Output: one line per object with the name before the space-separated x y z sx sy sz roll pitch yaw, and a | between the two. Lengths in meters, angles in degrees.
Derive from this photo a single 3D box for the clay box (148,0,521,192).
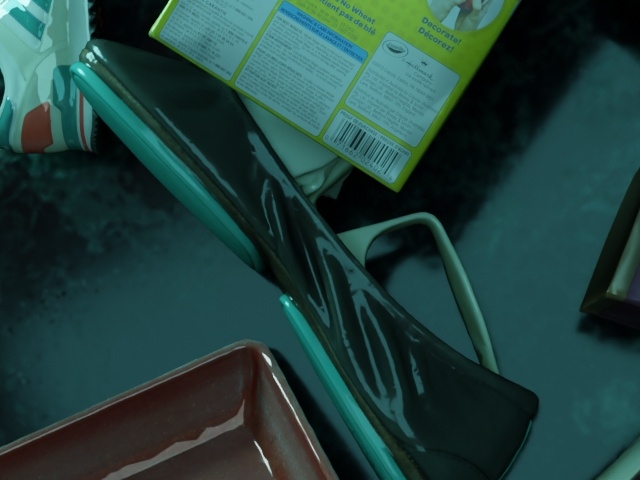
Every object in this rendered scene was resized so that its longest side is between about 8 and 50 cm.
clay box | 0.040 -0.147 0.620 0.127 0.053 0.222 33 98 2

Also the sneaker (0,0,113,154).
sneaker | -0.148 -0.120 0.745 0.075 0.057 0.161 -5 82 2

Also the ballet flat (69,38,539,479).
ballet flat | 0.000 0.000 0.692 0.096 0.095 0.280 -37 87 -9

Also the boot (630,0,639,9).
boot | 0.141 -0.123 0.681 0.207 0.094 0.246 43 101 4

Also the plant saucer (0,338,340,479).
plant saucer | -0.093 0.189 0.621 0.259 0.047 0.258 -24 46 -8

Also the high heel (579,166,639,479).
high heel | 0.164 0.158 0.622 0.181 0.127 0.377 21 89 2
